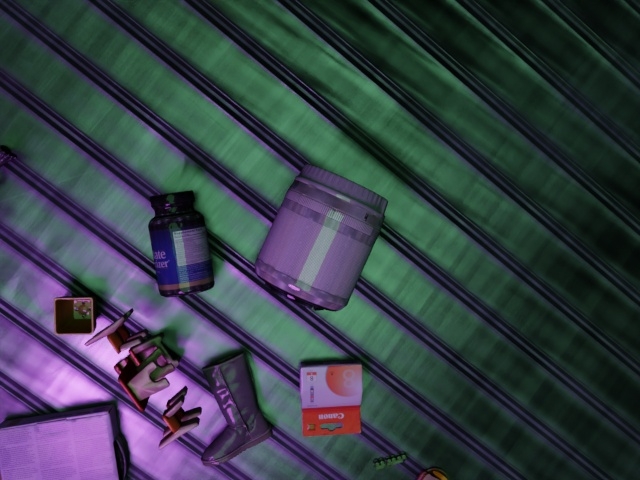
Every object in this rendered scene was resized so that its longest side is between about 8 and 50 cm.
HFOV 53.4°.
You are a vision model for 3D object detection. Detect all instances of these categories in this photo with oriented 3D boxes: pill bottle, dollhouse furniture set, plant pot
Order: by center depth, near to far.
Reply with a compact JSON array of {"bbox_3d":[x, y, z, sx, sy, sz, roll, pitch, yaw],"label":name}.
[{"bbox_3d":[-0.377,0.286,1.329,0.135,0.259,0.262,-34,96,-5],"label":"dollhouse furniture set"},{"bbox_3d":[-0.306,0.005,1.384,0.123,0.123,0.219,-9,95,-5],"label":"pill bottle"},{"bbox_3d":[-0.530,0.158,1.392,0.081,0.083,0.081,0,94,-7],"label":"plant pot"}]

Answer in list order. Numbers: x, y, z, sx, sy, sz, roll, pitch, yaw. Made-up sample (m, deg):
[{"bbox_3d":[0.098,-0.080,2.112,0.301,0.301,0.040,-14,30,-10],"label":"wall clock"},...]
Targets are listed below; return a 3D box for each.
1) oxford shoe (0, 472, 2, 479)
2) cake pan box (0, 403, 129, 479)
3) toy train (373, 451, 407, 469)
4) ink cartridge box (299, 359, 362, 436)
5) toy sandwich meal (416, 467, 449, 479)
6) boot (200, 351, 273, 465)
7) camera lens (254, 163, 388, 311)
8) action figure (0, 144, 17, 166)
[{"bbox_3d":[-0.795,0.400,1.359,0.130,0.133,0.364,-25,96,-3],"label":"oxford shoe"},{"bbox_3d":[-0.570,0.508,1.424,0.267,0.070,0.246,-9,97,-5],"label":"cake pan box"},{"bbox_3d":[0.168,0.530,1.526,0.083,0.017,0.024,-14,105,-5],"label":"toy train"},{"bbox_3d":[0.025,0.373,1.486,0.145,0.045,0.179,-2,92,-5],"label":"ink cartridge box"},{"bbox_3d":[0.274,0.589,1.534,0.085,0.029,0.086,0,94,-6],"label":"toy sandwich meal"},{"bbox_3d":[-0.220,0.382,1.446,0.189,0.076,0.208,-27,104,-17],"label":"boot"},{"bbox_3d":[0.000,0.000,1.366,0.219,0.219,0.274,24,92,-7],"label":"camera lens"},{"bbox_3d":[-0.767,-0.096,1.323,0.164,0.141,0.276,34,89,-19],"label":"action figure"}]
